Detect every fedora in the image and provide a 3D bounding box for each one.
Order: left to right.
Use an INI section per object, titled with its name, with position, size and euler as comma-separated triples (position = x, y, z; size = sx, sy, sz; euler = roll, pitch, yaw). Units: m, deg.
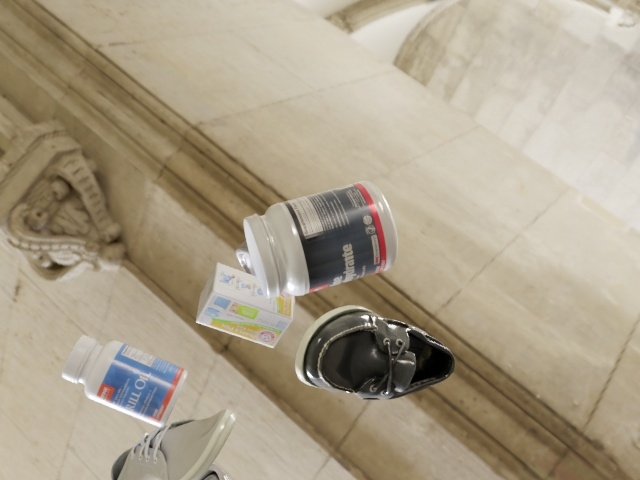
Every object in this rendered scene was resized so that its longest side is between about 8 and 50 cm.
[fedora]
position = -0.171, 0.056, 2.082
size = 0.124, 0.243, 0.275
euler = -25, -2, -23

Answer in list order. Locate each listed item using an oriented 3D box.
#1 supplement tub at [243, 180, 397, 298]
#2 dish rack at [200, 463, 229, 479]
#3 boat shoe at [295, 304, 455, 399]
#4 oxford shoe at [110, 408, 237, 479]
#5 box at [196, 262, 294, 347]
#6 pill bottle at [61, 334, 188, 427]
[supplement tub]
position = 0.000, 0.000, 1.381
size = 0.272, 0.191, 0.191
euler = -16, -27, -12
[dish rack]
position = -0.290, 0.789, 1.796
size = 0.285, 0.333, 0.072
euler = -45, -39, 14
[boat shoe]
position = 0.098, 0.178, 1.018
size = 0.340, 0.113, 0.127
euler = 23, -95, -54
[oxford shoe]
position = -0.331, 0.462, 1.481
size = 0.449, 0.130, 0.169
euler = -39, 11, 41
[box]
position = -0.174, 0.155, 1.626
size = 0.114, 0.203, 0.103
euler = -58, 20, 34
[pill bottle]
position = -0.387, 0.273, 1.365
size = 0.124, 0.221, 0.124
euler = -156, 90, -84
